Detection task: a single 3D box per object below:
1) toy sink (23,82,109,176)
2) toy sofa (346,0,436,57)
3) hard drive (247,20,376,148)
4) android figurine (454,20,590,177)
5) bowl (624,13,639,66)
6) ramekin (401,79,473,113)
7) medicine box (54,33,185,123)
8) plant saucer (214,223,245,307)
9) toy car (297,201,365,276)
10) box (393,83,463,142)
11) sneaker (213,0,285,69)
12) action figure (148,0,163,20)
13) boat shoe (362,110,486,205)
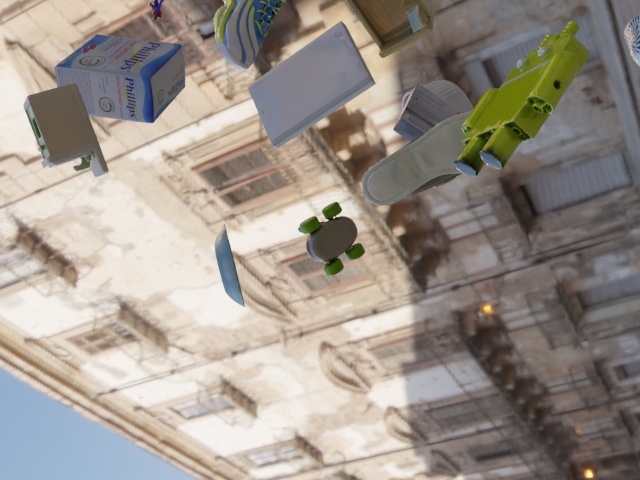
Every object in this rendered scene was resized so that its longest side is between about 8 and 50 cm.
[{"bbox_3d":[-0.645,-0.256,1.896,0.153,0.131,0.234,3,114,65],"label":"toy sink"},{"bbox_3d":[0.117,-0.630,1.770,0.362,0.150,0.177,47,-146,-31],"label":"toy sofa"},{"bbox_3d":[-0.029,-0.403,1.958,0.040,0.308,0.203,24,-142,-60],"label":"hard drive"},{"bbox_3d":[0.311,-0.221,1.163,0.056,0.273,0.248,37,170,-10],"label":"android figurine"},{"bbox_3d":[0.672,-0.367,1.459,0.170,0.170,0.080,39,-119,-54],"label":"bowl"},{"bbox_3d":[0.321,-0.327,2.009,0.207,0.109,0.207,53,165,21],"label":"ramekin"},{"bbox_3d":[-0.578,-0.478,2.215,0.263,0.289,0.149,-70,-15,-53],"label":"medicine box"},{"bbox_3d":[-0.208,0.061,1.689,0.195,0.037,0.195,166,90,-85],"label":"plant saucer"},{"bbox_3d":[0.000,0.000,1.993,0.149,0.188,0.155,-34,-78,-26],"label":"toy car"},{"bbox_3d":[0.241,-0.249,1.609,0.145,0.038,0.186,33,-141,-5],"label":"box"},{"bbox_3d":[-0.106,-0.403,1.269,0.091,0.126,0.240,28,-129,-38],"label":"sneaker"},{"bbox_3d":[-0.451,-0.646,2.083,0.038,0.115,0.030,36,-118,1],"label":"action figure"},{"bbox_3d":[0.222,-0.159,1.413,0.109,0.305,0.091,64,-166,-3],"label":"boat shoe"}]
